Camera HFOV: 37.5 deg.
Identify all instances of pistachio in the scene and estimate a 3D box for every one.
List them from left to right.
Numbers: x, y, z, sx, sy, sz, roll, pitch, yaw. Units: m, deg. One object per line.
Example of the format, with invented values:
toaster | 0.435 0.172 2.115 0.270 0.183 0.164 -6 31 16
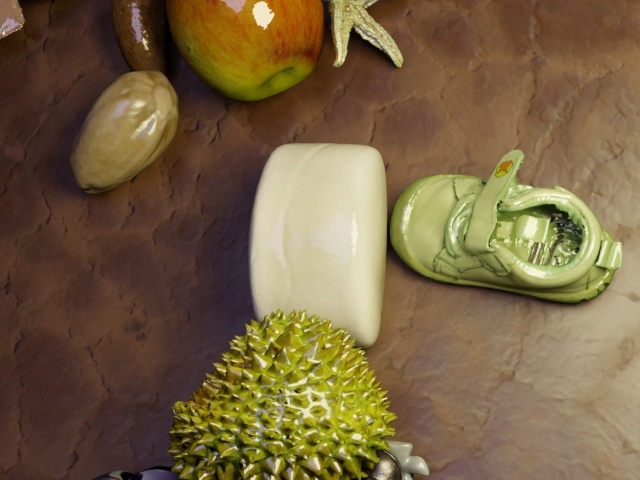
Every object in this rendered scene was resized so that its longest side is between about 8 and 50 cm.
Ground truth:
pistachio | -0.257 -0.139 1.209 0.185 0.108 0.126 -53 53 5

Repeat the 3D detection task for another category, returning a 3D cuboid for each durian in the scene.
durian | -0.037 0.195 0.964 0.237 0.200 0.176 -39 49 -4

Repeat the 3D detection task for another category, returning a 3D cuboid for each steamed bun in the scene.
steamed bun | 0.000 0.000 1.080 0.146 0.164 0.242 0 77 14

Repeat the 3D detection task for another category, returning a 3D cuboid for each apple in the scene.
apple | -0.089 -0.266 1.160 0.196 0.196 0.196 -3 74 12

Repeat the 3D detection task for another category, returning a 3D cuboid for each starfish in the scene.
starfish | 0.036 -0.286 1.148 0.053 0.208 0.176 -22 44 46

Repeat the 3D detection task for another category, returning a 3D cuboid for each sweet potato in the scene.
sweet potato | -0.221 -0.381 1.276 0.114 0.092 0.342 17 79 -9

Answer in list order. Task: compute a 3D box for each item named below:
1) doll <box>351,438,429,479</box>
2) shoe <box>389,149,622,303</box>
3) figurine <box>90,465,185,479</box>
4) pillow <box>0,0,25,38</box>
doll | 0.050 0.252 1.051 0.195 0.070 0.096 25 97 25
shoe | 0.210 -0.017 1.069 0.262 0.128 0.140 19 66 14
figurine | -0.171 0.328 1.047 0.222 0.145 0.145 18 80 15
pillow | -0.513 -0.360 1.357 0.135 0.049 0.248 -32 67 2
